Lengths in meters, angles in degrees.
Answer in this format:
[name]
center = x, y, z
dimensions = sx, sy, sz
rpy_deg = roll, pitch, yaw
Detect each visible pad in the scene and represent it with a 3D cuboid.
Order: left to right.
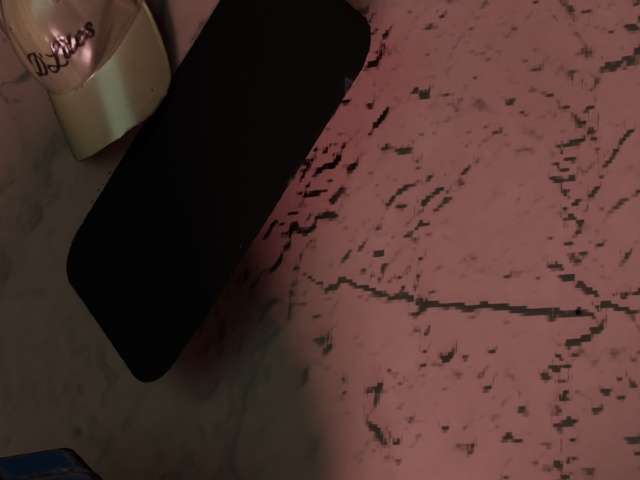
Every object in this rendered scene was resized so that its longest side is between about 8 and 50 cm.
[pad]
center = -0.013, -0.004, 1.122
dimensions = 0.323, 0.055, 0.250
rpy_deg = 41, 103, 33

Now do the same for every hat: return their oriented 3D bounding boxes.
[hat]
center = -0.167, -0.128, 1.241
dimensions = 0.122, 0.081, 0.166
rpy_deg = -27, 74, 35

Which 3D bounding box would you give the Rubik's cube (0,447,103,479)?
[Rubik's cube]
center = -0.174, 0.266, 1.043
dimensions = 0.319, 0.319, 0.264
rpy_deg = 2, 107, 34
